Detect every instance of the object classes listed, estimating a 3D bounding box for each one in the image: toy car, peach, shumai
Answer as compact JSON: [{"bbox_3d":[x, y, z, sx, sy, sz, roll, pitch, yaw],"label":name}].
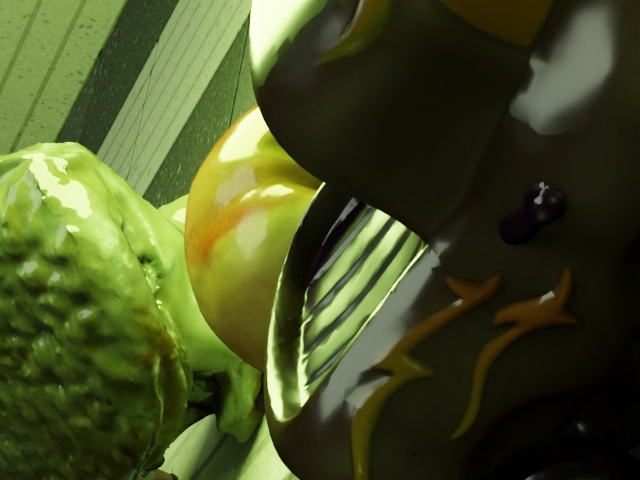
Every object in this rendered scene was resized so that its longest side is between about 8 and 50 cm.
[{"bbox_3d":[0.067,-0.025,0.813,0.340,0.240,0.271,-57,17,32],"label":"toy car"},{"bbox_3d":[0.000,0.000,1.181,0.184,0.184,0.184,-160,90,-76],"label":"peach"},{"bbox_3d":[-0.152,0.045,1.559,0.288,0.292,0.330,-39,0,-44],"label":"shumai"}]

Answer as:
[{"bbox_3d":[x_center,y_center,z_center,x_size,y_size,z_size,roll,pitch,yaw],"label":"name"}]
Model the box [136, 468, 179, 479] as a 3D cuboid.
[{"bbox_3d":[-0.198,0.240,1.666,0.151,0.135,0.151,-157,90,-78],"label":"box"}]
